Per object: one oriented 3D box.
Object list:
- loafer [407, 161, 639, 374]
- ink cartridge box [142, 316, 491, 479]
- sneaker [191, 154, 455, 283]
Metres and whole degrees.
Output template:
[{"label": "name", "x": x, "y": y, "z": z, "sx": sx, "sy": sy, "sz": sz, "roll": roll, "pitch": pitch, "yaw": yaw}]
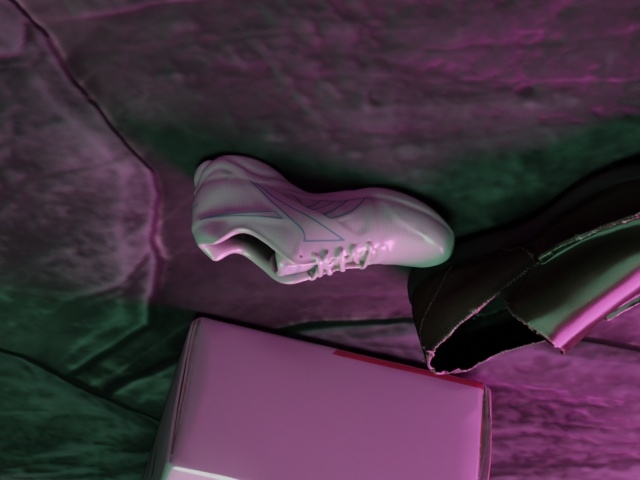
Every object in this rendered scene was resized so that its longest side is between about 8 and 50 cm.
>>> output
[{"label": "loafer", "x": 0.142, "y": 0.027, "z": 0.811, "sx": 0.220, "sy": 0.078, "sz": 0.080, "roll": -26, "pitch": 132, "yaw": 38}, {"label": "ink cartridge box", "x": -0.021, "y": 0.192, "z": 1.036, "sx": 0.207, "sy": 0.117, "sz": 0.283, "roll": 13, "pitch": 144, "yaw": -7}, {"label": "sneaker", "x": 0.000, "y": 0.000, "z": 0.820, "sx": 0.152, "sy": 0.061, "sz": 0.053, "roll": 11, "pitch": 142, "yaw": -6}]
